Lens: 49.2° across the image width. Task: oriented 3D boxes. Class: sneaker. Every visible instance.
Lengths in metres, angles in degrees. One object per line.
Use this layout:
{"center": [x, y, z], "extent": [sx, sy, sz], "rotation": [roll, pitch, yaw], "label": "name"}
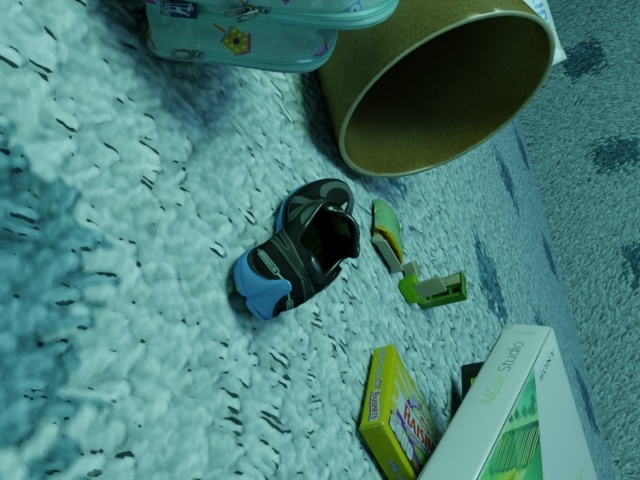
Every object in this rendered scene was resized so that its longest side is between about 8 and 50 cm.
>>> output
{"center": [0.000, 0.000, 0.532], "extent": [0.067, 0.078, 0.188], "rotation": [65, 23, -15], "label": "sneaker"}

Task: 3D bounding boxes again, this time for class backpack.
{"center": [-0.032, -0.195, 0.465], "extent": [0.166, 0.188, 0.145], "rotation": [-74, 165, -54], "label": "backpack"}

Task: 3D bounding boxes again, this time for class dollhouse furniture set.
{"center": [0.115, 0.018, 0.805], "extent": [0.152, 0.058, 0.076], "rotation": [56, 27, -33], "label": "dollhouse furniture set"}

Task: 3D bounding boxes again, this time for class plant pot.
{"center": [0.082, -0.240, 0.753], "extent": [0.237, 0.237, 0.254], "rotation": [25, 36, -60], "label": "plant pot"}

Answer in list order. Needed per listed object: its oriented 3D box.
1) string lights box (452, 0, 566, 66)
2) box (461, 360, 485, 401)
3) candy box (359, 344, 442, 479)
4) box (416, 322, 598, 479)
{"center": [0.170, -0.247, 0.889], "extent": [0.076, 0.259, 0.133], "rotation": [-27, 100, -27], "label": "string lights box"}
{"center": [0.211, 0.271, 0.820], "extent": [0.184, 0.045, 0.191], "rotation": [-76, 146, -61], "label": "box"}
{"center": [0.094, 0.208, 0.653], "extent": [0.206, 0.027, 0.105], "rotation": [62, 21, -24], "label": "candy box"}
{"center": [0.203, 0.277, 0.679], "extent": [0.232, 0.058, 0.322], "rotation": [-46, 121, -40], "label": "box"}
